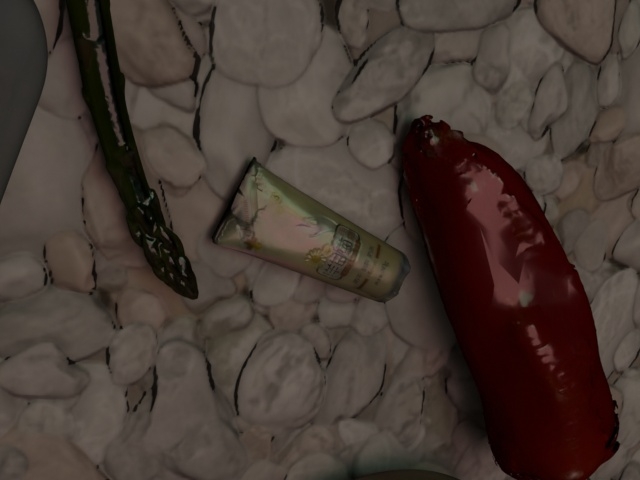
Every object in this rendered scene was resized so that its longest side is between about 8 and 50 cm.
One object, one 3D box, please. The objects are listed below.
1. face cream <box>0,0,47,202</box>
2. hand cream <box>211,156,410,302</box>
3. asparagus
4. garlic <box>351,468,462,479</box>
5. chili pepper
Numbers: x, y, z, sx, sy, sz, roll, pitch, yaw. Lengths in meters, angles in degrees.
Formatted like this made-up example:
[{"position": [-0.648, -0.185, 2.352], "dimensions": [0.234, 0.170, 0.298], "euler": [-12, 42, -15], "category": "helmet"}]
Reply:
[{"position": [-0.207, -0.079, 0.426], "dimensions": [0.144, 0.071, 0.291], "euler": [21, 93, -34], "category": "face cream"}, {"position": [0.000, 0.000, 0.596], "dimensions": [0.143, 0.039, 0.061], "euler": [25, 93, -29], "category": "hand cream"}, {"position": [-0.114, -0.066, 0.511], "dimensions": [0.034, 0.027, 0.236], "euler": [-18, 113, -14], "category": "asparagus"}, {"position": [0.050, 0.309, 0.666], "dimensions": [0.325, 0.132, 0.279], "euler": [44, 73, -38], "category": "garlic"}, {"position": [0.154, 0.077, 0.672], "dimensions": [0.110, 0.110, 0.388], "euler": [-31, 113, -19], "category": "chili pepper"}]
